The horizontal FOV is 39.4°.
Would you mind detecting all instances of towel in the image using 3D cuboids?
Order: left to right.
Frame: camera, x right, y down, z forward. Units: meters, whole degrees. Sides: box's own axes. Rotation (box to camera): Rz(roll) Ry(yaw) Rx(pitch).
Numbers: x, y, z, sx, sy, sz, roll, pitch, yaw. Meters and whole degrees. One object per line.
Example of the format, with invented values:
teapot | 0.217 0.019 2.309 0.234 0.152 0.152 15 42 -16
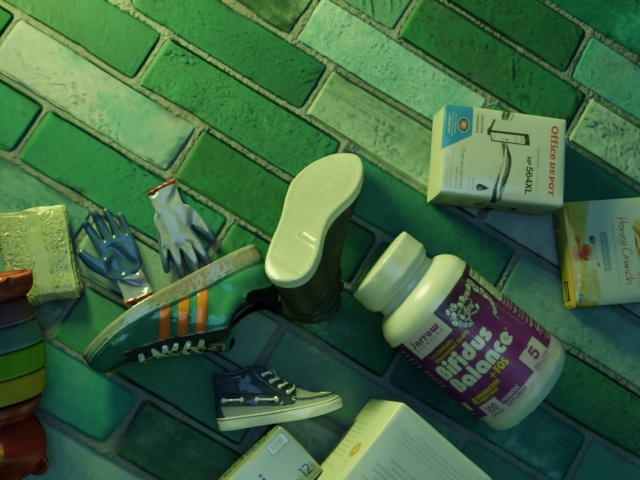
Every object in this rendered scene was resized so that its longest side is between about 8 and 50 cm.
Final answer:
towel | -0.421 0.023 1.334 0.110 0.027 0.148 -12 83 -9

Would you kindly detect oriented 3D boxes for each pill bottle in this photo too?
pill bottle | 0.201 0.129 1.335 0.301 0.169 0.169 39 78 -1

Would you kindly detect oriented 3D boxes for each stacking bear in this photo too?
stacking bear | -0.455 0.195 1.239 0.175 0.164 0.289 -9 94 1

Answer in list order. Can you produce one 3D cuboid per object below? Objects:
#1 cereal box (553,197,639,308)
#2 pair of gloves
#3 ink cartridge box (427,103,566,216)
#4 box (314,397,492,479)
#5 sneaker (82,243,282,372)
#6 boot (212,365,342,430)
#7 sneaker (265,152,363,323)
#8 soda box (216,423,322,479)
cereal box | 0.508 0.017 1.457 0.240 0.047 0.173 -5 82 -9
pair of gloves | -0.265 0.005 1.362 0.198 0.023 0.159 -25 84 -12
ink cartridge box | 0.282 -0.127 1.427 0.203 0.086 0.148 6 81 -7
box | 0.045 0.407 1.247 0.168 0.215 0.345 41 79 -1
sneaker | -0.194 0.126 1.310 0.302 0.108 0.121 -30 82 -13
boot | -0.065 0.226 1.332 0.190 0.069 0.086 -9 86 -8
sneaker | 0.000 0.000 1.369 0.104 0.147 0.296 8 48 19
soda box | -0.132 0.396 1.283 0.286 0.098 0.091 -44 91 -11
